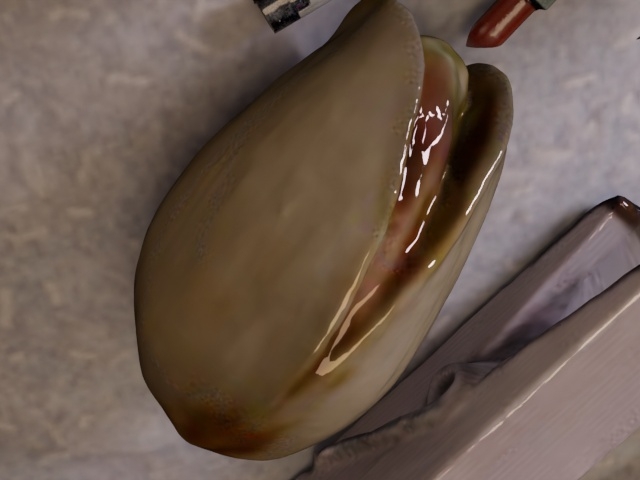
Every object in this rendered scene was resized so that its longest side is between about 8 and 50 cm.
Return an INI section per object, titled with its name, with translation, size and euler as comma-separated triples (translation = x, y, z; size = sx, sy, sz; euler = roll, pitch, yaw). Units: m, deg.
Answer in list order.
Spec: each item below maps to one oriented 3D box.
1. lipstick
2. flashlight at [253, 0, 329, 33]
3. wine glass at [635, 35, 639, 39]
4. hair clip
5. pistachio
[lipstick]
translation = 0.115, -0.135, 0.609
size = 0.030, 0.030, 0.129
euler = 39, 103, -25
[flashlight]
translation = 0.009, -0.124, 0.600
size = 0.083, 0.018, 0.018
euler = -30, 119, 4
[wine glass]
translation = 0.155, -0.193, 0.452
size = 0.074, 0.074, 0.262
euler = -3, 109, -10
[hair clip]
translation = 0.066, 0.120, 0.687
size = 0.085, 0.101, 0.331
euler = 37, 105, -29
[pistachio]
translation = 0.000, 0.000, 0.591
size = 0.144, 0.144, 0.215
euler = 29, 99, -22
